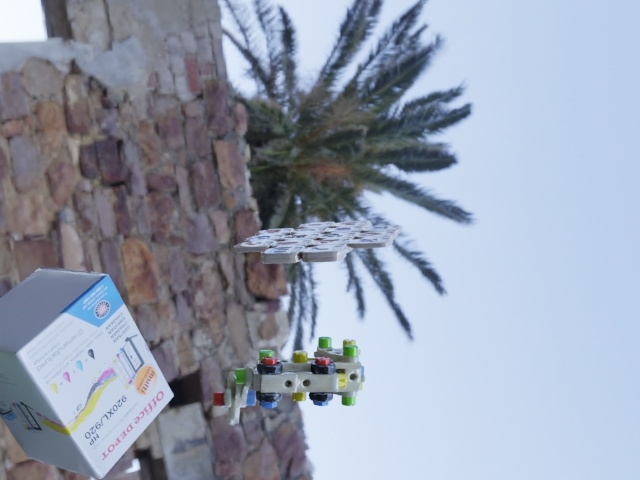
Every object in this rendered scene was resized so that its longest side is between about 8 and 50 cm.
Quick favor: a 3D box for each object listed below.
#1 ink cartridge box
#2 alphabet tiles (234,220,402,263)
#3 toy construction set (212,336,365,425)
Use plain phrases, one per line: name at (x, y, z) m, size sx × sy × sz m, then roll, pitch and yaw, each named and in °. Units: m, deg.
ink cartridge box at (-0.357, 0.183, 1.054) m, size 0.168 × 0.171 × 0.232 m, roll 3°, pitch -54°, yaw 36°
alphabet tiles at (0.000, 0.000, 1.334) m, size 0.284 × 0.278 × 0.021 m, roll -41°, pitch 128°, yaw -71°
toy construction set at (-0.055, 0.270, 1.482) m, size 0.215 × 0.328 × 0.151 m, roll -162°, pitch -120°, yaw -77°
